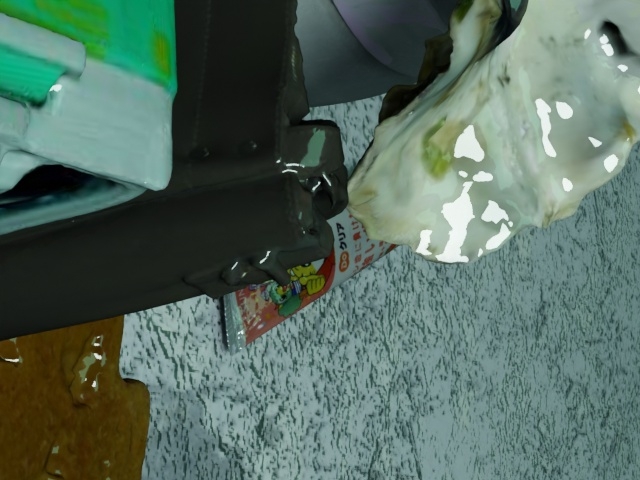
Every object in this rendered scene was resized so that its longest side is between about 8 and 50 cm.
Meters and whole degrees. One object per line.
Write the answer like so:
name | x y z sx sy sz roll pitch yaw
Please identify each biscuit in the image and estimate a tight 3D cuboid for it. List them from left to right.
biscuit | -0.165 0.140 1.007 0.278 0.043 0.301 -46 127 -52

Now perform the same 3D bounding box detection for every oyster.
oyster | 0.097 -0.171 0.902 0.238 0.115 0.351 -21 107 -36

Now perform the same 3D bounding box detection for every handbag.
handbag | -0.102 -0.095 0.881 0.113 0.257 0.285 39 47 -55

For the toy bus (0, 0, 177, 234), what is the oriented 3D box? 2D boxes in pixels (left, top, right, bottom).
toy bus | -0.222 -0.083 0.624 0.183 0.343 0.199 16 66 -52

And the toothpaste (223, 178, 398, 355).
toothpaste | 0.000 0.000 1.297 0.234 0.057 0.089 -26 114 -49

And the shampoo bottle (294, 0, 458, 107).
shampoo bottle | -0.006 -0.211 1.061 0.273 0.266 0.273 -5 96 -59
